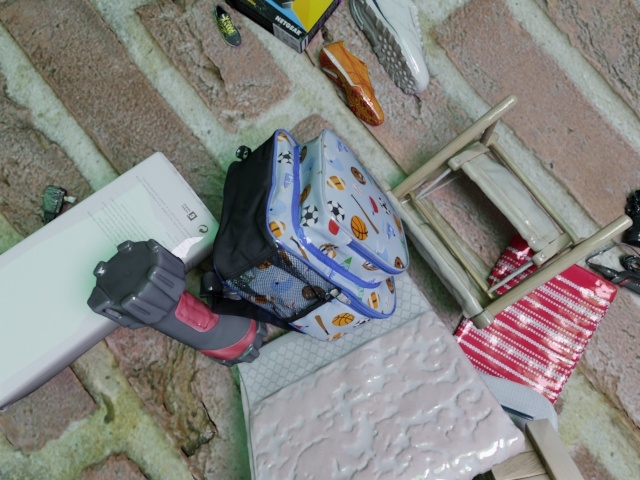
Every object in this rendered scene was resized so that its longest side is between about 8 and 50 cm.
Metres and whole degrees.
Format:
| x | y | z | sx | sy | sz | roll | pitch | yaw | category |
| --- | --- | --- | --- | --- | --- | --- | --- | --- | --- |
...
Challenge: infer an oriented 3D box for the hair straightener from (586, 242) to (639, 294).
| x | y | z | sx | sy | sz | roll | pitch | yaw | category |
| --- | --- | --- | --- | --- | --- | --- | --- | --- | --- |
| 0.569 | 0.068 | 0.808 | 0.230 | 0.047 | 0.089 | 24 | 65 | 9 | hair straightener |

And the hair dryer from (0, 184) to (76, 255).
| x | y | z | sx | sy | sz | roll | pitch | yaw | category |
| --- | --- | --- | --- | --- | --- | --- | --- | --- | --- |
| -0.417 | 0.063 | 0.776 | 0.223 | 0.080 | 0.294 | 22 | 82 | 2 | hair dryer |

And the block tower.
| x | y | z | sx | sy | sz | roll | pitch | yaw | category |
| --- | --- | --- | --- | --- | --- | --- | --- | --- | --- |
| 0.263 | 0.386 | 0.638 | 0.097 | 0.091 | 0.336 | -10 | 123 | -2 | block tower |

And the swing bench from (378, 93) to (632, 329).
| x | y | z | sx | sy | sz | roll | pitch | yaw | category |
| --- | --- | --- | --- | --- | --- | --- | --- | --- | --- |
| 0.259 | -0.035 | 0.739 | 0.254 | 0.165 | 0.253 | -35 | 75 | 1 | swing bench |

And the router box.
| x | y | z | sx | sy | sz | roll | pitch | yaw | category |
| --- | --- | --- | --- | --- | --- | --- | --- | --- | --- |
| -0.069 | -0.450 | 0.871 | 0.178 | 0.046 | 0.133 | 35 | 83 | 5 | router box |

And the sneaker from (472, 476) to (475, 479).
| x | y | z | sx | sy | sz | roll | pitch | yaw | category |
| --- | --- | --- | --- | --- | --- | --- | --- | --- | --- |
| 0.260 | 0.383 | 0.737 | 0.066 | 0.071 | 0.188 | 38 | 83 | 5 | sneaker |

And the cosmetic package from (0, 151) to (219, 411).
| x | y | z | sx | sy | sz | roll | pitch | yaw | category |
| --- | --- | --- | --- | --- | --- | --- | --- | --- | --- |
| -0.330 | 0.058 | 0.678 | 0.365 | 0.197 | 0.155 | -39 | 93 | -19 | cosmetic package |

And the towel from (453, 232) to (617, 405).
| x | y | z | sx | sy | sz | roll | pitch | yaw | category |
| --- | --- | --- | --- | --- | --- | --- | --- | --- | --- |
| 0.349 | 0.146 | 0.794 | 0.198 | 0.031 | 0.275 | 32 | 83 | 5 | towel |

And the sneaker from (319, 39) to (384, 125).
| x | y | z | sx | sy | sz | roll | pitch | yaw | category |
| --- | --- | --- | --- | --- | --- | --- | --- | --- | --- |
| 0.067 | -0.283 | 0.841 | 0.067 | 0.064 | 0.175 | -31 | 86 | -15 | sneaker |

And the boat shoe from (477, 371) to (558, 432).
| x | y | z | sx | sy | sz | roll | pitch | yaw | category |
| --- | --- | --- | --- | --- | --- | --- | --- | --- | --- |
| 0.177 | 0.237 | 0.732 | 0.335 | 0.119 | 0.121 | 22 | 59 | 25 | boat shoe |

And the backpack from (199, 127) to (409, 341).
| x | y | z | sx | sy | sz | roll | pitch | yaw | category |
| --- | --- | --- | --- | --- | --- | --- | --- | --- | --- |
| 0.000 | 0.000 | 0.654 | 0.213 | 0.263 | 0.277 | -21 | 43 | 26 | backpack |

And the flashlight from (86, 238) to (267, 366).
| x | y | z | sx | sy | sz | roll | pitch | yaw | category |
| --- | --- | --- | --- | --- | --- | --- | --- | --- | --- |
| -0.165 | 0.091 | 0.634 | 0.103 | 0.304 | 0.103 | -11 | 61 | 9 | flashlight |

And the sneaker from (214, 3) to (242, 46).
| x | y | z | sx | sy | sz | roll | pitch | yaw | category |
| --- | --- | --- | --- | --- | --- | --- | --- | --- | --- |
| -0.173 | -0.392 | 0.867 | 0.031 | 0.035 | 0.083 | -33 | 83 | -4 | sneaker |

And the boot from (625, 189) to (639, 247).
| x | y | z | sx | sy | sz | roll | pitch | yaw | category |
| --- | --- | --- | --- | --- | --- | --- | --- | --- | --- |
| 0.585 | -0.030 | 0.817 | 0.121 | 0.045 | 0.099 | 17 | 76 | 1 | boot |

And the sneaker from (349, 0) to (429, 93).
| x | y | z | sx | sy | sz | roll | pitch | yaw | category |
| --- | --- | --- | --- | --- | --- | --- | --- | --- | --- |
| 0.142 | -0.373 | 0.845 | 0.094 | 0.090 | 0.235 | -25 | 84 | -13 | sneaker |

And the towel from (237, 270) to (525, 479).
| x | y | z | sx | sy | sz | roll | pitch | yaw | category |
| --- | --- | --- | --- | --- | --- | --- | --- | --- | --- |
| 0.046 | 0.217 | 0.657 | 0.331 | 0.053 | 0.317 | -28 | 41 | 3 | towel |
